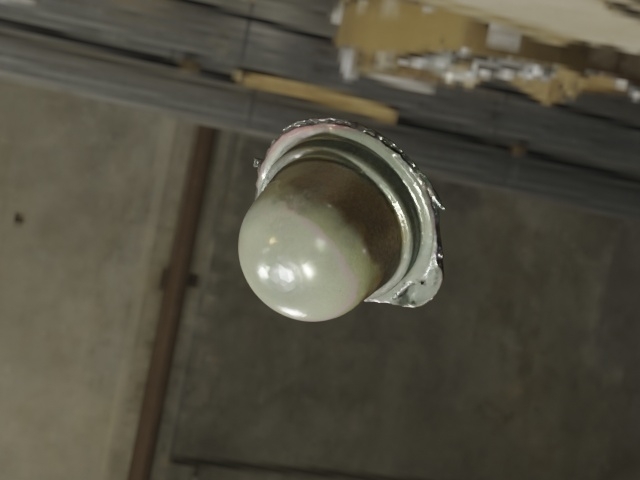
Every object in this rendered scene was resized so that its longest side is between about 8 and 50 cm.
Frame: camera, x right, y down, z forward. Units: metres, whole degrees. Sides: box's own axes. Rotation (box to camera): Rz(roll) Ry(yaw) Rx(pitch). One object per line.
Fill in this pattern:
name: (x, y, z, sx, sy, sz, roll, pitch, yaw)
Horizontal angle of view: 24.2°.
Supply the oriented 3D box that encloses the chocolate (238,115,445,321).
chocolate: (0.002, 0.008, 1.403, 0.221, 0.221, 0.147, 11, -139, 23)
